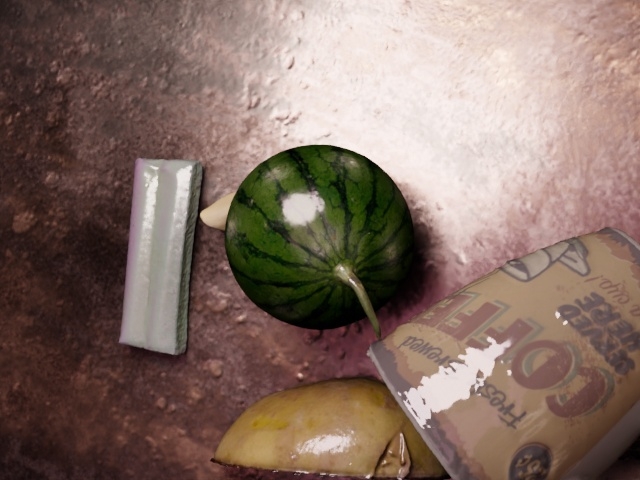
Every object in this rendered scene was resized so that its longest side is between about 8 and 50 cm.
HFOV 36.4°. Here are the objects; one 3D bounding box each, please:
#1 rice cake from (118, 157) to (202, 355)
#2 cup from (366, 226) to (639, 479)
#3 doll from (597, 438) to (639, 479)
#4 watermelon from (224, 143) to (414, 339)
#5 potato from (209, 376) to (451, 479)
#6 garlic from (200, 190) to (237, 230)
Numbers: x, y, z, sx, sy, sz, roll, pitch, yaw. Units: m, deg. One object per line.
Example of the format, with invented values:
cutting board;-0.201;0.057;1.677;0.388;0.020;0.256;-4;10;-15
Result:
rice cake;-0.184;0.017;1.105;0.080;0.042;0.222;4;89;15
cup;0.224;0.139;0.866;0.257;0.227;0.301;-38;51;6
doll;0.301;0.284;0.916;0.149;0.095;0.192;4;85;15
watermelon;0.000;0.000;0.962;0.188;0.215;0.188;-4;111;-10
potato;0.001;0.188;1.003;0.261;0.120;0.100;1;81;16
garlic;-0.086;-0.037;1.071;0.083;0.053;0.041;-27;63;28
